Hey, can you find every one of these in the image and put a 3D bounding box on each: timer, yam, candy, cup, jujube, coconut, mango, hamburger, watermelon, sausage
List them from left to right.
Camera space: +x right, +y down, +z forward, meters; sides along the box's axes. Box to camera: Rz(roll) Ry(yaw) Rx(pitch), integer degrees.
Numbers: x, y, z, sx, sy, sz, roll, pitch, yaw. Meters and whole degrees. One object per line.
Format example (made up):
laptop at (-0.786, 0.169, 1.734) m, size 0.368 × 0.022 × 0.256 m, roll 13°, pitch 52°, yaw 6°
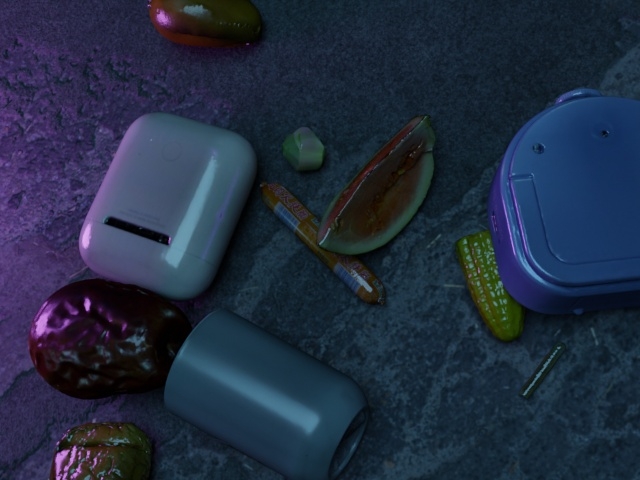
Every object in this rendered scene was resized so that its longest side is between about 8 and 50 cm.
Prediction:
hamburger at (-0.399, 0.425, 1.598) m, size 0.183 × 0.130 × 0.206 m, roll -3°, pitch 70°, yaw 12°
jujube at (-0.380, 0.179, 1.608) m, size 0.318 × 0.223 × 0.223 m, roll 1°, pitch 72°, yaw 34°
mango at (-0.236, -0.460, 1.831) m, size 0.236 × 0.166 × 0.136 m, roll 10°, pitch 119°, yaw -2°
cup at (-0.086, 0.272, 1.519) m, size 0.312 × 0.205 × 0.205 m, roll 26°, pitch 81°, yaw 21°
coconut at (-0.034, -0.176, 1.721) m, size 0.081 × 0.082 × 0.083 m, roll -1°, pitch 113°, yaw -11°
sausage at (0.000, 0.000, 1.666) m, size 0.053 × 0.053 × 0.348 m, roll -45°, pitch 67°, yaw -2°
watermelon at (0.116, -0.075, 1.625) m, size 0.128 × 0.159 × 0.303 m, roll 42°, pitch 84°, yaw -7°
candy at (0.302, 0.077, 1.535) m, size 0.094 × 0.106 × 0.199 m, roll -24°, pitch 70°, yaw 25°
yam at (0.376, 0.219, 1.511) m, size 0.021 × 0.021 × 0.116 m, roll 37°, pitch 84°, yaw 22°
timer at (0.465, -0.071, 1.490) m, size 0.394 × 0.173 × 0.395 m, roll 0°, pitch 68°, yaw -1°

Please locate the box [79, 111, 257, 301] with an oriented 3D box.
box at (-0.292, -0.070, 1.720) m, size 0.288 × 0.141 × 0.349 m, roll 18°, pitch 78°, yaw 18°
